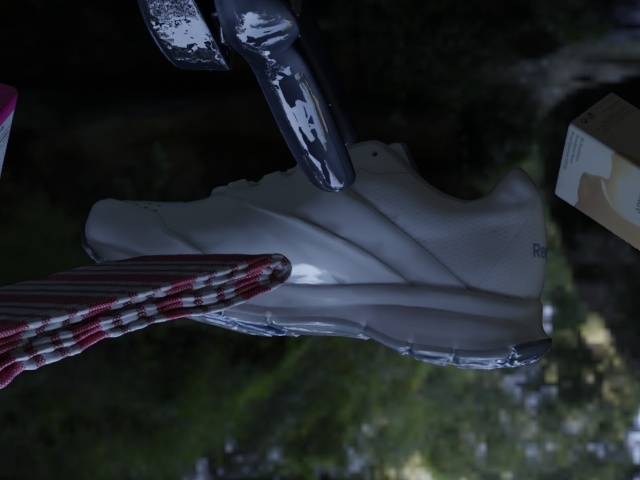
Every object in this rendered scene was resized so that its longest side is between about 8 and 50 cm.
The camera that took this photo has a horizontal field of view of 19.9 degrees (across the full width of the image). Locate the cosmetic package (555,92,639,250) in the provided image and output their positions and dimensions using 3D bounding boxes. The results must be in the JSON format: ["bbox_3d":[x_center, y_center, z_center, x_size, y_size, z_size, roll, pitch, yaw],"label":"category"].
[{"bbox_3d":[0.191,-0.026,1.018,0.115,0.060,0.041,36,-126,28],"label":"cosmetic package"}]

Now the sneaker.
[{"bbox_3d":[0.000,0.000,1.116,0.297,0.129,0.111,8,175,10],"label":"sneaker"}]

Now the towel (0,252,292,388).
[{"bbox_3d":[-0.131,0.038,0.965,0.197,0.029,0.144,-15,-170,-40],"label":"towel"}]

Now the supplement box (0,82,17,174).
[{"bbox_3d":[-0.291,-0.005,1.236,0.111,0.220,0.114,17,-156,1],"label":"supplement box"}]

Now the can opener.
[{"bbox_3d":[-0.018,-0.085,0.819,0.073,0.059,0.186,0,154,23],"label":"can opener"}]
